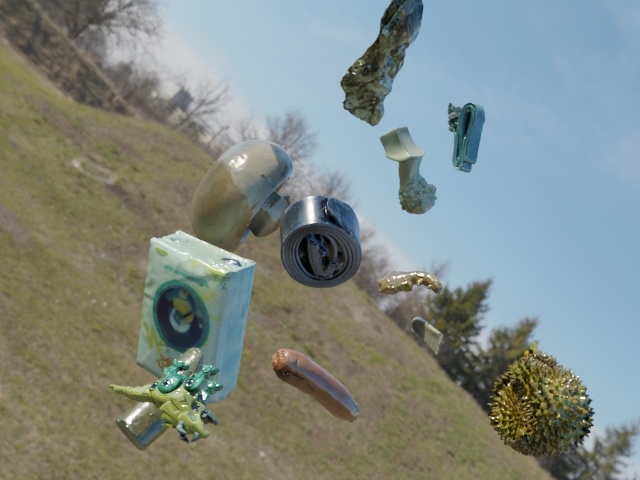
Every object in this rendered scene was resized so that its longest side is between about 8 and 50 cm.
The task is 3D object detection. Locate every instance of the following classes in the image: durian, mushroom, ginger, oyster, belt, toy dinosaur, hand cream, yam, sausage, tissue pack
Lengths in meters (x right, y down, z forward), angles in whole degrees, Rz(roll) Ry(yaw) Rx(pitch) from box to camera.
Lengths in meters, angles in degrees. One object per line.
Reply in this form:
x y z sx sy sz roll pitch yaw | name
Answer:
0.552 0.413 1.866 0.258 0.258 0.293 46 12 -27 | durian
-0.200 -0.109 2.116 0.294 0.362 0.362 36 -4 -4 | mushroom
0.235 0.108 1.931 0.173 0.069 0.051 -6 -50 22 | ginger
0.100 -0.307 1.185 0.087 0.252 0.199 25 14 2 | oyster
0.370 -0.268 1.914 0.065 0.179 0.100 11 -2 -42 | belt
-0.313 0.318 1.530 0.259 0.153 0.094 17 -45 21 | toy dinosaur
0.279 0.242 1.929 0.037 0.057 0.165 9 13 -20 | hand cream
-0.351 0.361 1.691 0.106 0.259 0.106 24 -43 25 | yam
-0.001 0.187 0.934 0.177 0.047 0.040 44 37 -40 | sausage
-0.341 0.201 1.978 0.287 0.388 0.162 22 21 29 | tissue pack
0.000 0.000 1.285 0.190 0.141 0.082 76 6 -51 | belt

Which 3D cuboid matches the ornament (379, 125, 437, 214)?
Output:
0.272 -0.213 2.255 0.120 0.130 0.285 -8 -67 39 | ornament
